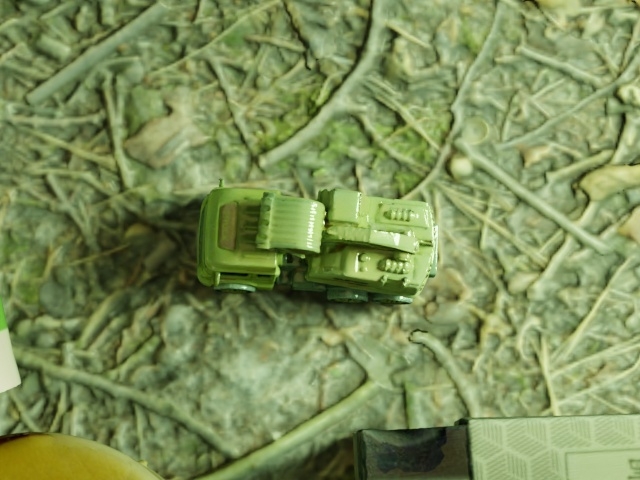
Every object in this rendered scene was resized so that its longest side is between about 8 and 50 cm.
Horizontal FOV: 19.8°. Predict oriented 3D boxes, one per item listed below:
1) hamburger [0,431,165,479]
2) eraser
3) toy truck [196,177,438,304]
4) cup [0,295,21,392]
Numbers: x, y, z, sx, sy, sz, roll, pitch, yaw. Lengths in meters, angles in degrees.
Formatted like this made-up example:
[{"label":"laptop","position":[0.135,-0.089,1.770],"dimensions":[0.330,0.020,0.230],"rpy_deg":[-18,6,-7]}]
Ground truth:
[{"label":"hamburger","position":[-0.208,0.282,1.337],"dimensions":[0.302,0.170,0.302],"rpy_deg":[1,63,-2]},{"label":"eraser","position":[0.230,0.181,1.422],"dimensions":[0.403,0.096,0.098],"rpy_deg":[-2,83,-5]},{"label":"toy truck","position":[0.000,0.000,1.421],"dimensions":[0.191,0.116,0.085],"rpy_deg":[5,80,-4]},{"label":"cup","position":[-0.354,0.012,1.346],"dimensions":[0.253,0.253,0.274],"rpy_deg":[-17,91,-6]}]
